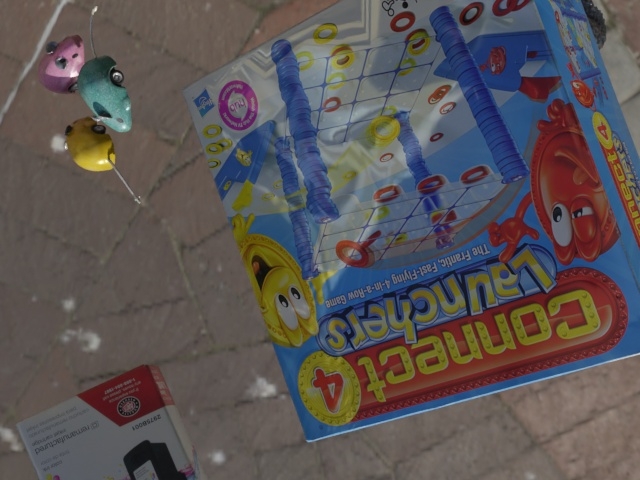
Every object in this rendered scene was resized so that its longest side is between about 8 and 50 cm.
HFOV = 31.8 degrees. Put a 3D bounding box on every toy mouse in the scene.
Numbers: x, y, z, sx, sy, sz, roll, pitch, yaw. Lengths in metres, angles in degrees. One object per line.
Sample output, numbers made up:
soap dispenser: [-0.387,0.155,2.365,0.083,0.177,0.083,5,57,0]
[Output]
toy mouse: [-0.198,-0.127,0.927,0.031,0.161,0.143,-22,140,-34]

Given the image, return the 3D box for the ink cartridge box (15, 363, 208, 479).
ink cartridge box: [-0.169,0.214,0.990,0.127,0.072,0.175,-25,83,-5]

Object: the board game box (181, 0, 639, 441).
board game box: [0.075,-0.033,0.838,0.308,0.086,0.302,-22,86,35]

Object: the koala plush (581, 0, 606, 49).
koala plush: [0.172,-0.268,0.997,0.203,0.196,0.221,15,82,-43]
